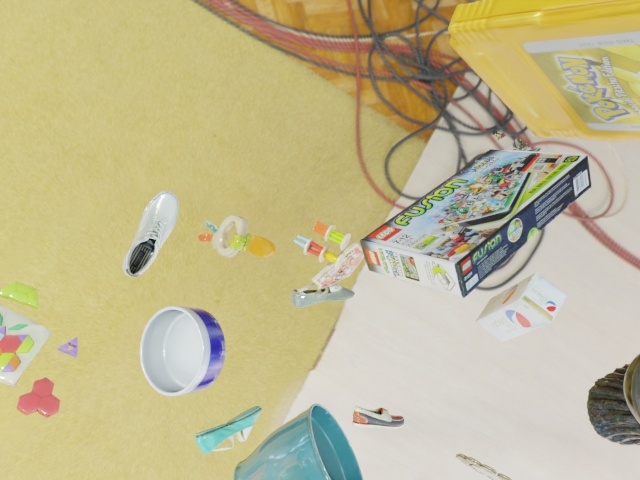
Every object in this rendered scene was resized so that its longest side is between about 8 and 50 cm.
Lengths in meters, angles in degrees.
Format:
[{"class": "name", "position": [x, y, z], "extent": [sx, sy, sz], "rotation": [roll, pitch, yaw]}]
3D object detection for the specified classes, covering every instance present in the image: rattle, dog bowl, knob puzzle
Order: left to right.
[{"class": "dog bowl", "position": [-0.421, 0.334, 1.787], "extent": [0.104, 0.265, 0.265], "rotation": [13, 75, -58]}, {"class": "rattle", "position": [-0.248, -0.005, 1.716], "extent": [0.143, 0.200, 0.130], "rotation": [-1, 83, -41]}, {"class": "knob puzzle", "position": [0.070, 0.089, 1.759], "extent": [0.213, 0.213, 0.030], "rotation": [-33, 68, -18]}]

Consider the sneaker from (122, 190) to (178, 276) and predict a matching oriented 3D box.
[{"class": "sneaker", "position": [-0.455, -0.013, 1.597], "extent": [0.094, 0.091, 0.258], "rotation": [24, 87, -26]}]

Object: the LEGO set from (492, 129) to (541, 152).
[{"class": "LEGO set", "position": [0.307, -0.149, 0.925], "extent": [0.083, 0.054, 0.023], "rotation": [22, 109, 2]}]

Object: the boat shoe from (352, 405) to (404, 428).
[{"class": "boat shoe", "position": [0.135, 0.404, 1.342], "extent": [0.137, 0.049, 0.043], "rotation": [10, 82, -24]}]

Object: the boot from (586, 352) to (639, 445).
[{"class": "boot", "position": [0.424, 0.200, 0.721], "extent": [0.348, 0.260, 0.131], "rotation": [19, 77, -22]}]

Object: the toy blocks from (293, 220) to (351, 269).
[{"class": "toy blocks", "position": [0.000, 0.000, 1.615], "extent": [0.148, 0.123, 0.054], "rotation": [26, 35, 18]}]

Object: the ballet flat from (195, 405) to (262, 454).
[{"class": "ballet flat", "position": [-0.283, 0.613, 1.870], "extent": [0.247, 0.083, 0.087], "rotation": [-15, 83, -40]}]

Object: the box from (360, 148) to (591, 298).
[{"class": "box", "position": [0.149, -0.026, 0.554], "extent": [0.207, 0.114, 0.036], "rotation": [-34, 119, -29]}]

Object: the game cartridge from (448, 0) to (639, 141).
[{"class": "game cartridge", "position": [0.341, -0.191, 0.674], "extent": [0.285, 0.324, 0.052], "rotation": [27, 80, -40]}]

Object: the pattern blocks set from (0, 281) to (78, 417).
[{"class": "pattern blocks set", "position": [-0.669, 0.208, 1.201], "extent": [0.325, 0.026, 0.285], "rotation": [18, 52, -19]}]

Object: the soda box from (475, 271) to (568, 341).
[{"class": "soda box", "position": [0.387, 0.135, 1.147], "extent": [0.074, 0.216, 0.069], "rotation": [37, 70, 6]}]

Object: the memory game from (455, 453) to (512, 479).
[{"class": "memory game", "position": [0.405, 0.551, 1.381], "extent": [0.186, 0.186, 0.012], "rotation": [32, 73, -6]}]

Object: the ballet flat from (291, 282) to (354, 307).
[{"class": "ballet flat", "position": [0.010, 0.167, 1.892], "extent": [0.213, 0.072, 0.068], "rotation": [-9, 103, -15]}]

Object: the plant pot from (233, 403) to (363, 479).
[{"class": "plant pot", "position": [-0.063, 0.587, 1.450], "extent": [0.255, 0.271, 0.271], "rotation": [-30, 87, 9]}]
